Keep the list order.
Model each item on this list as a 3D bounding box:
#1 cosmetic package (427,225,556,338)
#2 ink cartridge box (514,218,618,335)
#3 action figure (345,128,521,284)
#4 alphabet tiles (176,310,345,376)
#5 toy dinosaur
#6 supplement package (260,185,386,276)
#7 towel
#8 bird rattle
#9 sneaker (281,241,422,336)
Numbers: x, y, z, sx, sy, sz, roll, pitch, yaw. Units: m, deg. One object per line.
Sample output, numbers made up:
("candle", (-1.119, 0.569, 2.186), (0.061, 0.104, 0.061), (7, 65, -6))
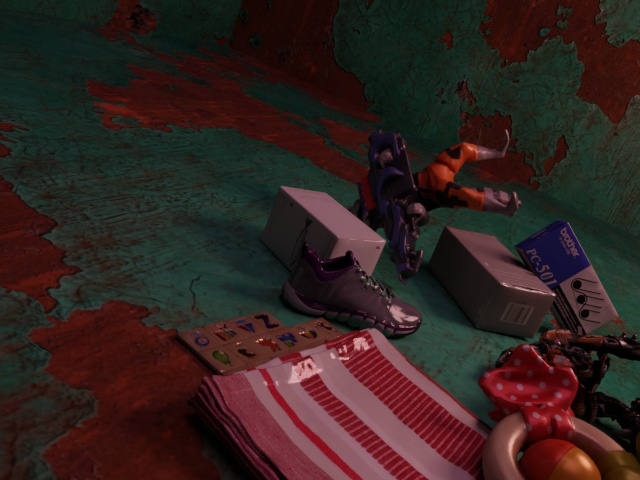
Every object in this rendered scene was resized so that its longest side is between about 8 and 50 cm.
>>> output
("cosmetic package", (0.307, 0.071, 1.204), (0.127, 0.107, 0.238), (11, 25, -21))
("ink cartridge box", (0.453, 0.075, 1.200), (0.207, 0.097, 0.046), (59, 2, -10))
("action figure", (0.205, -0.055, 1.231), (0.178, 0.330, 0.341), (50, 34, -52))
("alphabet tiles", (-0.025, 0.146, 0.786), (0.198, 0.009, 0.237), (33, 22, 29))
("toy dinosaur", (0.379, 0.182, 0.946), (0.218, 0.164, 0.322), (15, 36, 28))
("supplement package", (0.000, 0.000, 1.050), (0.105, 0.105, 0.179), (6, 25, -40))
("towel", (0.053, 0.194, 0.684), (0.237, 0.037, 0.329), (39, 24, 28))
("bird rattle", (0.260, 0.225, 0.680), (0.206, 0.143, 0.253), (-18, 48, -42))
("sneaker", (0.061, 0.071, 0.938), (0.223, 0.098, 0.083), (15, 21, -21))
